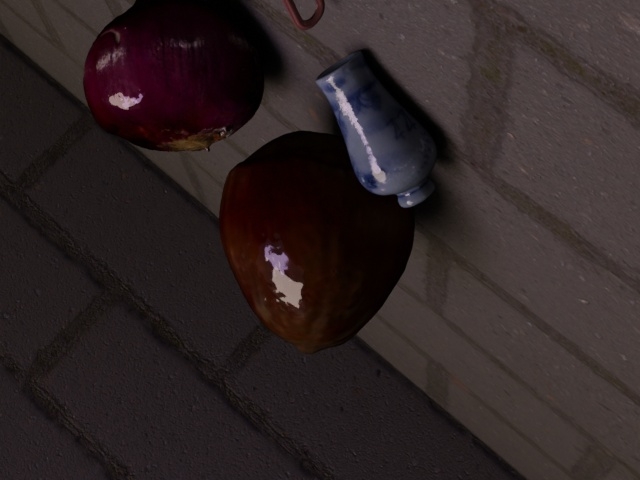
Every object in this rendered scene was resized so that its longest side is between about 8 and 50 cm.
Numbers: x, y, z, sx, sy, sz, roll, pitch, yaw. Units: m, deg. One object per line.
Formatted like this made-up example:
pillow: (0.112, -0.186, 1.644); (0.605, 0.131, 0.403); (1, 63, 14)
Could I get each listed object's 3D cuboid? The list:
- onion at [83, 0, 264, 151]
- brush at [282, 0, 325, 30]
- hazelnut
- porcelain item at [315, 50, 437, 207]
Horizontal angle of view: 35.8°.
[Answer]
onion: (-0.285, -0.357, 1.864); (0.348, 0.347, 0.385); (138, 120, -76)
brush: (-0.046, -0.393, 1.416); (0.047, 0.103, 0.233); (36, 165, 34)
hazelnut: (0.000, 0.000, 1.812); (0.421, 0.352, 0.421); (173, 90, -90)
porcelain item: (0.096, -0.175, 1.601); (0.259, 0.141, 0.141); (58, 162, -15)
